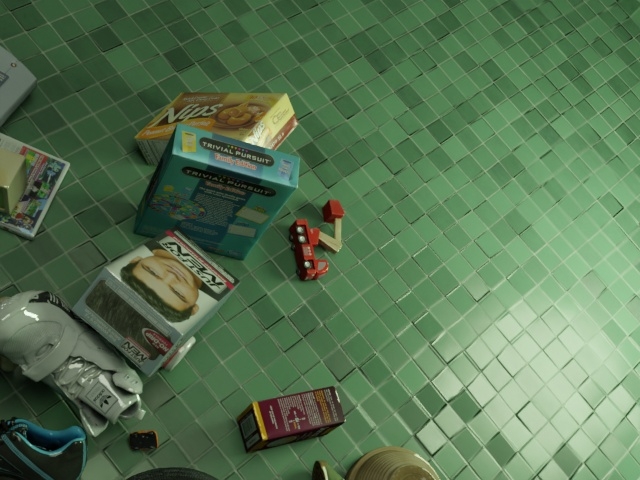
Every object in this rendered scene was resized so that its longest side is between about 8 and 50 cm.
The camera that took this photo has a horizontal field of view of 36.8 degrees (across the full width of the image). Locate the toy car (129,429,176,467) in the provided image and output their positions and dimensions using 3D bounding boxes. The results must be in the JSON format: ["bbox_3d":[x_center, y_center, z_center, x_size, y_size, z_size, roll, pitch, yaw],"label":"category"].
[{"bbox_3d":[-0.320,0.416,1.858,0.122,0.060,0.040,66,13,-2],"label":"toy car"}]

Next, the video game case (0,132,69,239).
[{"bbox_3d":[-0.643,-0.118,1.997,0.183,0.023,0.201,24,55,-11],"label":"video game case"}]

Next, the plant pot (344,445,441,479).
[{"bbox_3d":[0.169,0.530,1.965,0.237,0.110,0.237,11,61,-20],"label":"plant pot"}]

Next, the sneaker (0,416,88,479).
[{"bbox_3d":[-0.576,0.359,1.680,0.340,0.140,0.125,12,27,-24],"label":"sneaker"}]

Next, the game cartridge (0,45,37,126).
[{"bbox_3d":[-0.767,-0.361,2.043,0.294,0.060,0.196,31,59,-1],"label":"game cartridge"}]

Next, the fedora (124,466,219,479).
[{"bbox_3d":[-0.285,0.569,1.707,0.334,0.152,0.334,10,60,-18],"label":"fedora"}]

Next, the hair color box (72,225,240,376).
[{"bbox_3d":[-0.302,0.104,1.854,0.185,0.113,0.374,41,17,0],"label":"hair color box"}]

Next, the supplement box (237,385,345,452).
[{"bbox_3d":[-0.060,0.363,1.953,0.188,0.104,0.081,-7,67,-27],"label":"supplement box"}]

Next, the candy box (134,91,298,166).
[{"bbox_3d":[-0.228,-0.239,2.092,0.183,0.316,0.087,-52,133,-36],"label":"candy box"}]

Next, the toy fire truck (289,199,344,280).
[{"bbox_3d":[0.000,0.000,2.212,0.135,0.047,0.192,-1,65,-27],"label":"toy fire truck"}]

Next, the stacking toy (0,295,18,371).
[{"bbox_3d":[-0.720,0.180,1.739,0.330,0.141,0.141,-2,65,-22],"label":"stacking toy"}]

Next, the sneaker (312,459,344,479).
[{"bbox_3d":[0.045,0.517,1.909,0.086,0.064,0.192,7,30,-21],"label":"sneaker"}]

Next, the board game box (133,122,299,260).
[{"bbox_3d":[-0.220,-0.091,1.984,0.253,0.336,0.079,15,58,-18],"label":"board game box"}]

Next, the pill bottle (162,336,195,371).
[{"bbox_3d":[-0.337,0.182,1.934,0.160,0.087,0.087,40,55,0],"label":"pill bottle"}]

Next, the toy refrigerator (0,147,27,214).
[{"bbox_3d":[-0.727,-0.149,1.901,0.269,0.102,0.094,20,57,-3],"label":"toy refrigerator"}]

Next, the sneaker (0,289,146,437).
[{"bbox_3d":[-0.437,0.221,1.703,0.137,0.366,0.210,-45,64,0],"label":"sneaker"}]
